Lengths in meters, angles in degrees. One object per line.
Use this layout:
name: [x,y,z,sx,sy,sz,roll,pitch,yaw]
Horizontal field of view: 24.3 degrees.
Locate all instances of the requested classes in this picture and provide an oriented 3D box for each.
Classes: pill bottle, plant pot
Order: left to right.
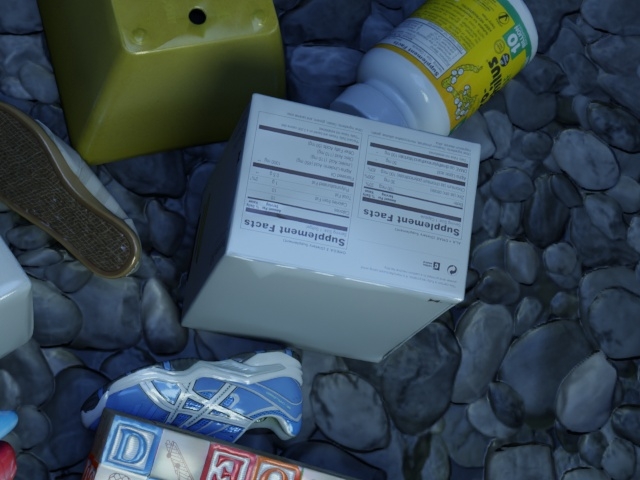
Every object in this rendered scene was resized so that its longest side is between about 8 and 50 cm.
plant pot: [-0.142,-0.214,1.393,0.212,0.187,0.212,-11,77,-17]
pill bottle: [0.110,-0.166,1.481,0.208,0.117,0.117,-42,88,-21]

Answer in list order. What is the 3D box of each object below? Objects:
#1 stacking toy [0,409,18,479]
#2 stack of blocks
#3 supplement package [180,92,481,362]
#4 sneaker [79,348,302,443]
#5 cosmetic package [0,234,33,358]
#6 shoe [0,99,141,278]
stacking toy: [-0.271,0.303,1.245,0.175,0.165,0.302,-38,98,-35]
stack of blocks: [-0.069,0.269,1.295,0.297,0.087,0.171,18,84,-14]
supplement package: [0.000,0.000,1.327,0.204,0.262,0.145,11,71,-10]
sneaker: [-0.112,0.152,1.352,0.211,0.080,0.081,-7,73,-15]
cosmetic package: [-0.468,0.078,1.114,0.453,0.161,0.230,-31,78,-19]
shoe: [-0.248,-0.046,1.393,0.076,0.058,0.219,-45,84,10]
